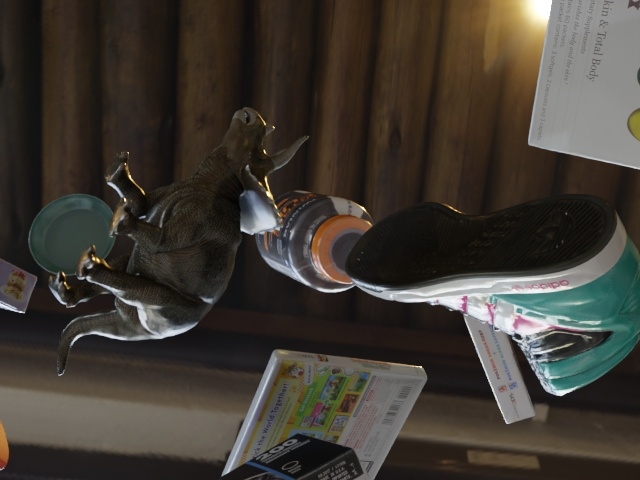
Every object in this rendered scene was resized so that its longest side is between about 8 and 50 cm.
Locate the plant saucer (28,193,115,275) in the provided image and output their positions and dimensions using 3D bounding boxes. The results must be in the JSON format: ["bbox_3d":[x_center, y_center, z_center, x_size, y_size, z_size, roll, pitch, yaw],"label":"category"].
[{"bbox_3d":[-0.330,-0.005,1.189,0.119,0.119,0.021,3,-23,4],"label":"plant saucer"}]

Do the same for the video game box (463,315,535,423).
[{"bbox_3d":[0.230,0.115,1.213,0.048,0.205,0.187,-22,-65,11],"label":"video game box"}]

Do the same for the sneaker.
[{"bbox_3d":[0.169,0.051,0.796,0.295,0.124,0.178,-1,-43,51],"label":"sneaker"}]

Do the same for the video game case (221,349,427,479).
[{"bbox_3d":[0.002,0.241,1.131,0.206,0.026,0.227,10,-59,-22],"label":"video game case"}]

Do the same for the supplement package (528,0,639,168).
[{"bbox_3d":[0.387,-0.201,0.946,0.262,0.198,0.199,16,-51,20],"label":"supplement package"}]

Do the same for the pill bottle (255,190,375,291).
[{"bbox_3d":[0.000,0.000,1.234,0.130,0.245,0.130,-2,-83,-19],"label":"pill bottle"}]

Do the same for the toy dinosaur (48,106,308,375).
[{"bbox_3d":[-0.137,0.023,0.789,0.160,0.121,0.313,23,-76,-31],"label":"toy dinosaur"}]

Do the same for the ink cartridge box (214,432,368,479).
[{"bbox_3d":[-0.082,0.276,0.952,0.206,0.208,0.045,-24,-88,-25],"label":"ink cartridge box"}]

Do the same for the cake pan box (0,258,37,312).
[{"bbox_3d":[-0.600,0.021,1.306,0.245,0.070,0.267,5,-20,32],"label":"cake pan box"}]

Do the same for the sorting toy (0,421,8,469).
[{"bbox_3d":[-0.361,0.262,0.783,0.126,0.365,0.127,-25,-54,-4],"label":"sorting toy"}]
